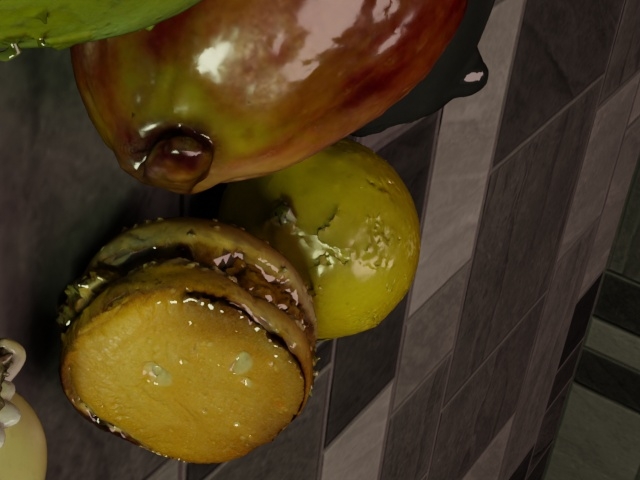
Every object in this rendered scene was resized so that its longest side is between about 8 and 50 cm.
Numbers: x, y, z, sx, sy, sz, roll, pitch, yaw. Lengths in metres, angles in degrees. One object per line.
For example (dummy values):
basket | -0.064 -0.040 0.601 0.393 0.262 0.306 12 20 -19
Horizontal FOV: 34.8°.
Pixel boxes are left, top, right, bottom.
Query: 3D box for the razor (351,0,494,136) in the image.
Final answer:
razor | 0.055 -0.240 0.768 0.204 0.113 0.349 -13 130 -20

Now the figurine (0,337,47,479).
figurine | -0.229 0.242 0.556 0.226 0.274 0.394 -35 -145 45

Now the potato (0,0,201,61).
potato | -0.139 -0.175 0.379 0.304 0.216 0.216 2 112 -40

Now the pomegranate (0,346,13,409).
pomegranate | -0.218 0.074 0.492 0.130 0.130 0.130 -44 147 -38

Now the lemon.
lemon | 0.000 0.000 0.858 0.173 0.173 0.206 -54 155 -22

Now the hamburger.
hamburger | -0.099 0.070 0.739 0.118 0.191 0.182 -86 152 -54

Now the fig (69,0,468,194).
fig | -0.037 -0.152 0.611 0.263 0.224 0.224 -38 150 -6
